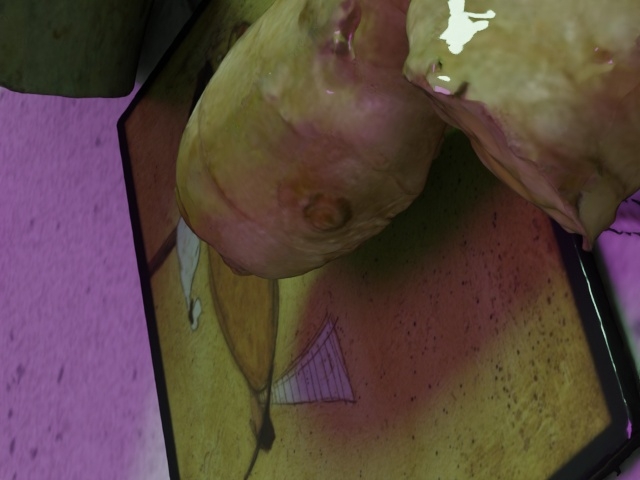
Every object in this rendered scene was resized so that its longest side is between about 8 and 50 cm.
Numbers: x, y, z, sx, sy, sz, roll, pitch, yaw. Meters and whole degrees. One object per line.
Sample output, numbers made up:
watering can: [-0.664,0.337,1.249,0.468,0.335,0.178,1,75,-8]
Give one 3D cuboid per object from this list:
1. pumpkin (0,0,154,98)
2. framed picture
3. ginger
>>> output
pumpkin: [-0.211,-0.210,0.848,0.332,0.332,0.199,36,109,58]
framed picture: [0.000,0.000,0.720,0.255,0.014,0.338,-49,40,39]
ginger: [0.069,-0.148,0.536,0.363,0.122,0.348,-66,22,-2]
